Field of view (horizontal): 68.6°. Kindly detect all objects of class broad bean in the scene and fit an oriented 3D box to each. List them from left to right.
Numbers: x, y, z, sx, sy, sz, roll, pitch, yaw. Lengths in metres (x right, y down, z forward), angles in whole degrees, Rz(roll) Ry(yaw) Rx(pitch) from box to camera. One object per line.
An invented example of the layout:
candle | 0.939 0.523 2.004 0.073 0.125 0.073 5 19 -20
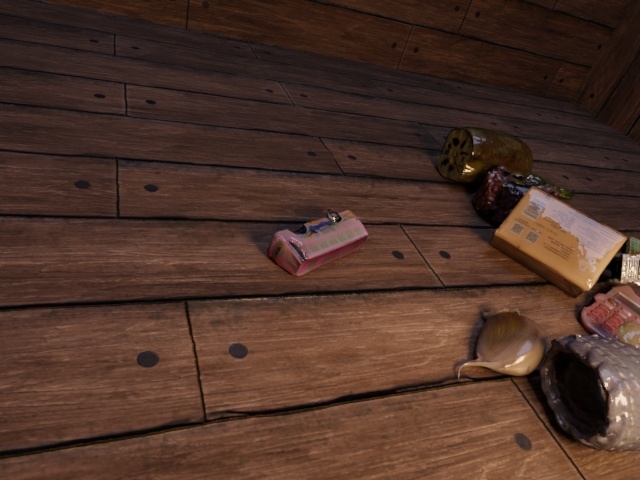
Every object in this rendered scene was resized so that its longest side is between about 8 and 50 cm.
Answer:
broad bean | 0.964 -0.246 2.036 0.318 0.055 0.098 20 28 -7

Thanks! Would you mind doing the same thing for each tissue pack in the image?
tissue pack | 0.721 0.016 1.460 0.306 0.238 0.239 37 38 24

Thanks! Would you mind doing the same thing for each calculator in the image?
calculator | 0.873 0.237 1.337 0.330 0.048 0.220 -15 48 -36

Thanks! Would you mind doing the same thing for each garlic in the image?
garlic | 0.427 0.253 1.068 0.267 0.149 0.128 -25 90 -50

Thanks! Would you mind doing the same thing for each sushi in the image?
sushi | 0.696 -0.157 1.681 0.270 0.170 0.236 21 35 6

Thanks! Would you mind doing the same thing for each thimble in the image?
thimble | 0.577 0.305 0.958 0.172 0.205 0.236 8 45 -14

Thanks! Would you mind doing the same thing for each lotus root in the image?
lotus root | 0.664 -0.314 1.842 0.346 0.250 0.250 11 35 -16

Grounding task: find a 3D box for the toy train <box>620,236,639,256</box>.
toy train | 1.132 0.059 1.678 0.099 0.072 0.188 26 35 20

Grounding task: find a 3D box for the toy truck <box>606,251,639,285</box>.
toy truck | 0.963 0.088 1.454 0.114 0.097 0.227 5 -2 25

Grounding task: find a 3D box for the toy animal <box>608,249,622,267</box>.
toy animal | 1.003 0.018 1.636 0.121 0.117 0.210 -11 42 -45

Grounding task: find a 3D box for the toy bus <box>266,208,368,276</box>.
toy bus | 0.000 0.000 1.213 0.274 0.090 0.112 -21 60 -41

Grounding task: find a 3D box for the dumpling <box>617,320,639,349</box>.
dumpling | 0.778 0.356 1.087 0.166 0.086 0.332 -22 54 -8
